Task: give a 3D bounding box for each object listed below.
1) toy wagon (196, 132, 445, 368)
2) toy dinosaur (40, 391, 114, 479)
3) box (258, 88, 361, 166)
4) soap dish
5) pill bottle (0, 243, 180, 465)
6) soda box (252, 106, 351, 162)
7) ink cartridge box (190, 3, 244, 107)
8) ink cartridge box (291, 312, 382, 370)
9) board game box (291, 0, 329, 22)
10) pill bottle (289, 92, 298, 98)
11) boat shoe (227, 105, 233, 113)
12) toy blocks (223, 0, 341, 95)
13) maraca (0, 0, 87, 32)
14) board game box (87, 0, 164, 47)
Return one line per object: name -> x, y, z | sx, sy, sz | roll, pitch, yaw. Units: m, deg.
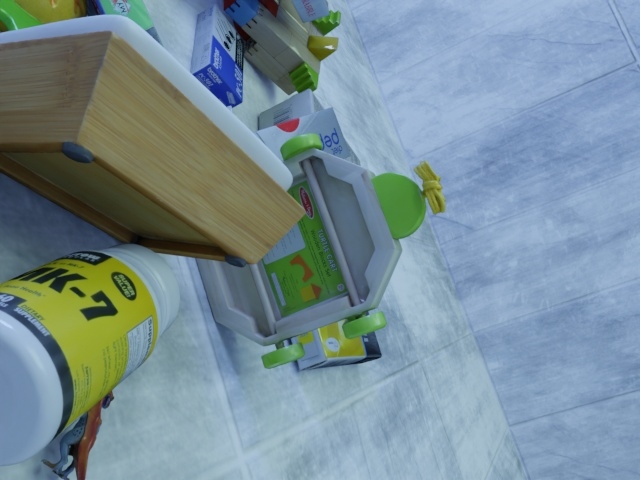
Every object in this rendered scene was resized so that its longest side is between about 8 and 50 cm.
toy wagon -> 0.000, 0.000, 0.800 | 0.068, 0.344, 0.267 | 10, 59, -70
toy dinosaur -> -0.195, 0.163, 0.527 | 0.082, 0.090, 0.047 | -54, 143, -32
box -> -0.015, -0.168, 1.287 | 0.232, 0.127, 0.148 | 49, 26, -43
soap dish -> -0.182, -0.077, 0.604 | 0.291, 0.229, 0.118 | 42, 60, -52
pill bottle -> -0.207, 0.076, 0.508 | 0.119, 0.119, 0.208 | 65, 19, -8
soda box -> -0.070, -0.138, 1.016 | 0.286, 0.091, 0.098 | -31, 103, -50
ink cartridge box -> -0.186, -0.339, 1.143 | 0.097, 0.046, 0.207 | 48, 27, -42
ink cartridge box -> 0.003, 0.081, 1.150 | 0.304, 0.072, 0.307 | 18, 53, -65
board game box -> -0.076, -0.631, 1.180 | 0.319, 0.066, 0.317 | 23, 52, -78
pill bottle -> -0.029, -0.302, 1.497 | 0.116, 0.065, 0.065 | 65, 19, -8
boat shoe -> -0.158, -0.165, 1.036 | 0.046, 0.038, 0.125 | 116, -35, -82
toy blocks -> -0.112, -0.522, 1.397 | 0.261, 0.191, 0.381 | 37, 43, -33
maraca -> -0.302, -0.250, 0.634 | 0.127, 0.099, 0.185 | 40, 21, -29
board game box -> -0.248, -0.274, 0.737 | 0.317, 0.046, 0.213 | 66, -14, -2
